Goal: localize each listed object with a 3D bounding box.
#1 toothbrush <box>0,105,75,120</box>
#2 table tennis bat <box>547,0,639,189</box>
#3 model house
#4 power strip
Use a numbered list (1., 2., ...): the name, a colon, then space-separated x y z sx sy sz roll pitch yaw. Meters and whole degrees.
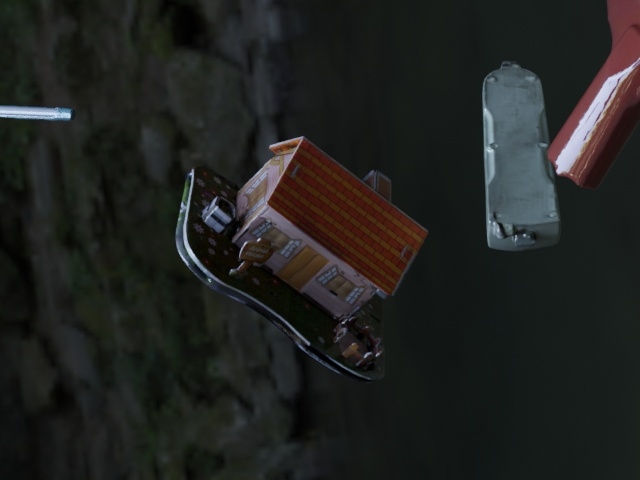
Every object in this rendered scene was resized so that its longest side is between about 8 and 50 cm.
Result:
1. toothbrush: -0.268 -0.105 1.359 0.014 0.167 0.011 44 -124 -56
2. table tennis bat: 0.303 -0.217 1.330 0.414 0.051 0.268 -61 40 31
3. model house: 0.001 0.000 1.866 0.154 0.294 0.207 -45 22 24
4. power strip: 0.223 -0.098 1.888 0.048 0.080 0.286 88 -178 -48
